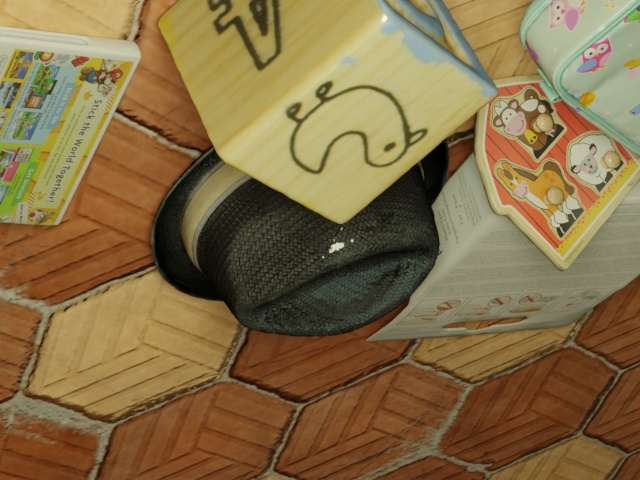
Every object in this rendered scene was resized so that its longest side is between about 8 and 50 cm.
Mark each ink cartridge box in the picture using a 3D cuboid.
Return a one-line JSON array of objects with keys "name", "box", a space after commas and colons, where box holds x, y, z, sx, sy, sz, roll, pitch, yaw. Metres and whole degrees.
[{"name": "ink cartridge box", "box": [0.252, 0.001, 2.036, 0.308, 0.091, 0.385, -3, 156, -26]}]

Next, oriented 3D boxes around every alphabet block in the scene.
[{"name": "alphabet block", "box": [0.004, -0.166, 1.559, 0.197, 0.193, 0.192, -41, 140, 19]}]

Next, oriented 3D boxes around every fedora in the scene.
[{"name": "fedora", "box": [0.000, 0.000, 1.797, 0.334, 0.152, 0.334, -17, 143, -13]}]

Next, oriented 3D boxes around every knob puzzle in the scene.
[{"name": "knob puzzle", "box": [0.241, -0.095, 1.820, 0.213, 0.213, 0.030, -6, 169, -26]}]

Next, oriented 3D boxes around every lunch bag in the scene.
[{"name": "lunch bag", "box": [0.333, -0.201, 1.719, 0.224, 0.108, 0.279, -38, 142, 20]}]

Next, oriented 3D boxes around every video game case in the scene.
[{"name": "video game case", "box": [-0.298, -0.103, 1.591, 0.206, 0.026, 0.227, 3, 134, -34]}]
